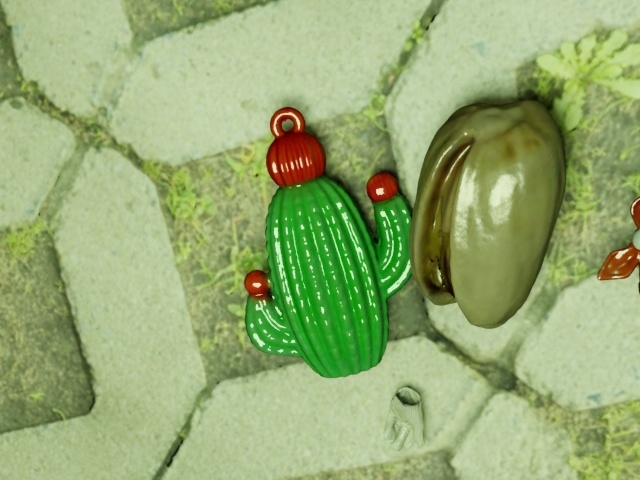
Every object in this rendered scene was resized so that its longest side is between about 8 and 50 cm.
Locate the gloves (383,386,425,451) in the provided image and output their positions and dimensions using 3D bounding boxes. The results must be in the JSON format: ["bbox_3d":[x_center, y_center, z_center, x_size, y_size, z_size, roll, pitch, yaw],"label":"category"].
[{"bbox_3d":[0.084,0.169,1.334,0.044,0.037,0.081,36,127,28],"label":"gloves"}]

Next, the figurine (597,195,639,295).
[{"bbox_3d":[0.352,0.040,1.176,0.226,0.160,0.183,22,112,16],"label":"figurine"}]

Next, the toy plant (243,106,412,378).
[{"bbox_3d":[0.012,0.007,1.275,0.155,0.088,0.240,10,100,-2],"label":"toy plant"}]

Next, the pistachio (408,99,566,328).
[{"bbox_3d":[0.147,-0.025,1.216,0.129,0.131,0.206,40,130,48],"label":"pistachio"}]
